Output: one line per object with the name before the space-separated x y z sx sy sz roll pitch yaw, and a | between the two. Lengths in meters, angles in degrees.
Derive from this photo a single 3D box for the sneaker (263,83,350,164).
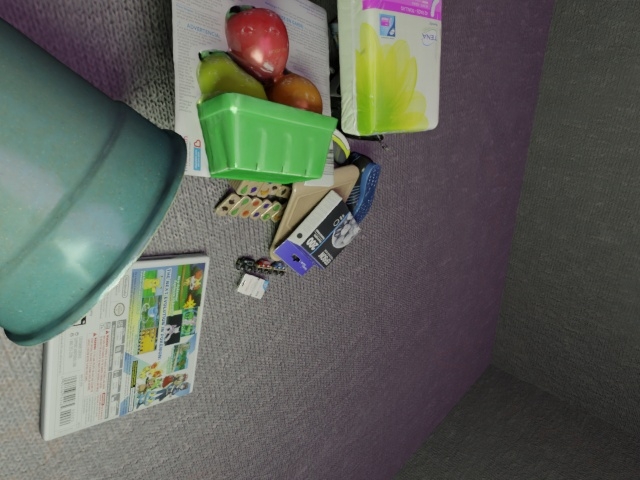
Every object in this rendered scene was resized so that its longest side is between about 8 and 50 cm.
sneaker | -0.046 -0.236 0.989 0.299 0.111 0.121 24 103 -48

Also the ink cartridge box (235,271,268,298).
ink cartridge box | -0.169 0.106 1.046 0.083 0.028 0.048 30 84 -51

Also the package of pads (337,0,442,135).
package of pads | 0.146 -0.368 0.882 0.229 0.101 0.297 -14 109 -39

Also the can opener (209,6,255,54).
can opener | -0.122 -0.452 0.808 0.093 0.074 0.281 39 78 -51

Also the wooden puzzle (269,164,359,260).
wooden puzzle | -0.020 -0.073 1.081 0.220 0.044 0.239 -22 145 -42

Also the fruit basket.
fruit basket | -0.107 -0.275 0.752 0.326 0.165 0.354 -3 85 -44

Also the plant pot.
plant pot | -0.396 -0.104 0.488 0.334 0.341 0.341 43 74 -41

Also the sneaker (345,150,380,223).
sneaker | 0.095 -0.138 1.203 0.081 0.090 0.233 -31 149 -38

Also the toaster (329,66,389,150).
toaster | 0.079 -0.318 1.022 0.185 0.167 0.110 43 72 -48

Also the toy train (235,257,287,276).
toy train | -0.141 0.063 1.063 0.158 0.027 0.036 14 86 -50

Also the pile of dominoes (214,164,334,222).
pile of dominoes | -0.090 -0.110 0.968 0.251 0.040 0.196 7 126 -50

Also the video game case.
video game case | -0.372 0.192 0.854 0.299 0.036 0.330 -4 109 -47

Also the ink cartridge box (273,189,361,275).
ink cartridge box | 0.000 0.000 1.104 0.208 0.045 0.206 -46 153 -2

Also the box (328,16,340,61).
box | 0.100 -0.425 1.041 0.036 0.114 0.207 -47 136 -22
